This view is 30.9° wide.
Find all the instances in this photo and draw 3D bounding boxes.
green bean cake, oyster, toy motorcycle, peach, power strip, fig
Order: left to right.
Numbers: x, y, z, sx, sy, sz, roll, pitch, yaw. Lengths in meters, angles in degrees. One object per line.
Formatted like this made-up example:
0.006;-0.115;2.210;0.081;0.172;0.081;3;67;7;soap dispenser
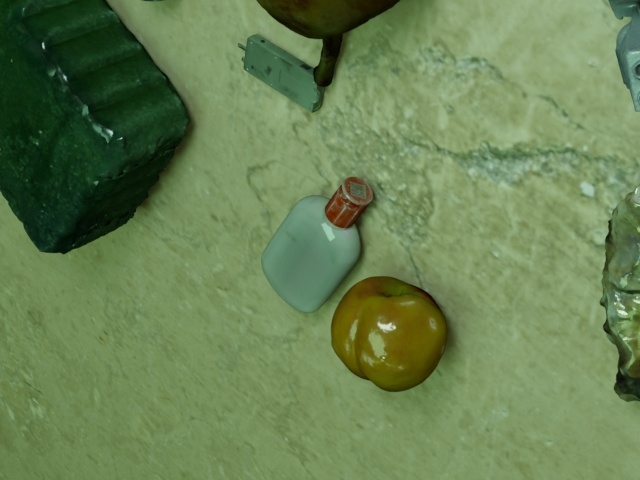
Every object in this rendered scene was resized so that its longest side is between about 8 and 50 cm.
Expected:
-0.349;-0.178;1.583;0.308;0.169;0.300;53;138;7;green bean cake
-0.048;-0.203;1.375;0.136;0.019;0.051;34;136;25;power strip
-0.012;-0.270;1.190;0.190;0.190;0.290;56;154;2;fig
0.084;0.112;1.359;0.138;0.138;0.138;24;130;33;peach
0.270;-0.210;0.972;0.080;0.122;0.215;-3;113;29;toy motorcycle
0.355;0.097;1.085;0.238;0.115;0.351;-3;112;46;oyster

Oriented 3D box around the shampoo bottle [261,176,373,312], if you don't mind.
0.000;0.000;1.430;0.108;0.051;0.221;51;140;12;shampoo bottle
